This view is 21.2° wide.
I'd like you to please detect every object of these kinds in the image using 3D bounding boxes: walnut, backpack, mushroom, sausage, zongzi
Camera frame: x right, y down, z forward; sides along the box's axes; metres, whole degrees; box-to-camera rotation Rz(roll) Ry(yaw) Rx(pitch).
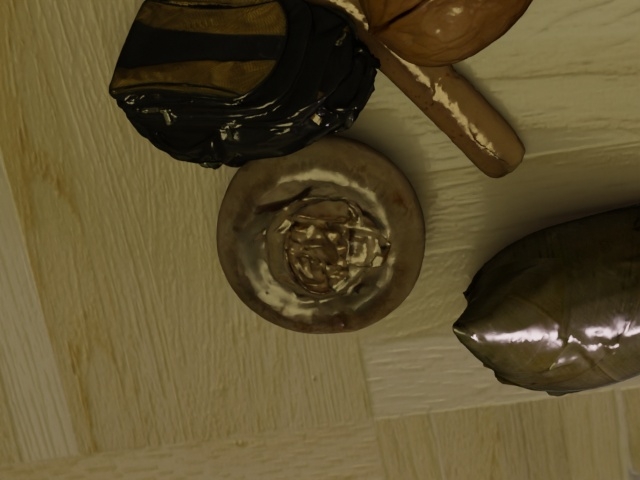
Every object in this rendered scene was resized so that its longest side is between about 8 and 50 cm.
[{"bbox_3d":[0.130,-0.270,1.706,0.207,0.167,0.167,-41,101,2],"label":"walnut"},{"bbox_3d":[-0.068,-0.166,1.749,0.258,0.206,0.133,1,151,25],"label":"backpack"},{"bbox_3d":[0.000,0.000,1.817,0.226,0.178,0.226,0,119,0],"label":"mushroom"},{"bbox_3d":[0.100,-0.179,1.801,0.301,0.066,0.066,41,109,-10],"label":"sausage"},{"bbox_3d":[0.311,0.045,1.693,0.356,0.393,0.174,-18,83,9],"label":"zongzi"}]
